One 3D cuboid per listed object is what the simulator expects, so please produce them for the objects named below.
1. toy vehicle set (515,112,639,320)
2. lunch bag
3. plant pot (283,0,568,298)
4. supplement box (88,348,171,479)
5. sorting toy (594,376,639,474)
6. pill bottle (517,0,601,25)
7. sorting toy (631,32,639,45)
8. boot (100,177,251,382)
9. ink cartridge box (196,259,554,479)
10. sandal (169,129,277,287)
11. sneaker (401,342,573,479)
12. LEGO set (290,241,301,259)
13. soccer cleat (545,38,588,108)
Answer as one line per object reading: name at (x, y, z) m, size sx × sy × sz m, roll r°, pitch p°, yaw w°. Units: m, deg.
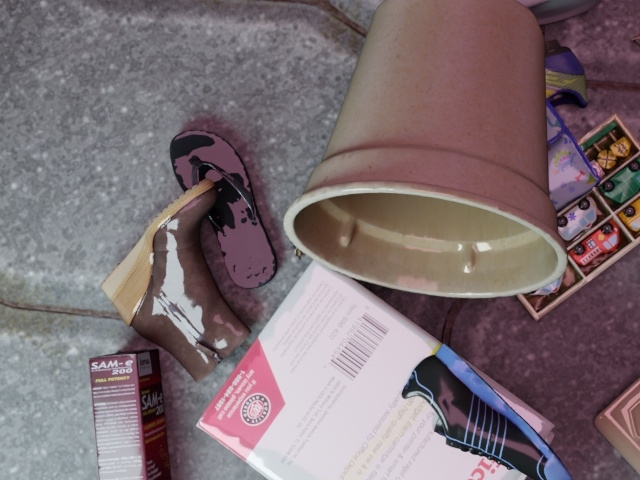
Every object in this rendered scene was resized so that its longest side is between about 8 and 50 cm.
toy vehicle set at (0.357, -0.033, 1.483) m, size 0.267 × 0.035 × 0.166 m, roll -38°, pitch 84°, yaw 2°
lunch bag at (0.285, -0.106, 1.426) m, size 0.129 × 0.096 × 0.151 m, roll -31°, pitch 81°, yaw 8°
plant pot at (0.145, -0.128, 1.285) m, size 0.334 × 0.334 × 0.305 m, roll 8°, pitch 70°, yaw 6°
supplement box at (-0.263, 0.276, 1.474) m, size 0.073 × 0.130 × 0.239 m, roll -7°, pitch 87°, yaw 5°
sorting toy at (0.516, 0.251, 1.454) m, size 0.208 × 0.038 × 0.193 m, roll -43°, pitch 84°, yaw 6°
pill bottle at (0.294, -0.443, 1.457) m, size 0.153 × 0.153 × 0.265 m, roll -11°, pitch 85°, yaw 4°
sorting toy at (0.498, -0.279, 1.489) m, size 0.075 × 0.045 × 0.083 m, roll -36°, pitch 84°, yaw -17°
boot at (-0.170, 0.057, 1.489) m, size 0.207 × 0.090 × 0.248 m, roll 42°, pitch 110°, yaw -1°
ink cartridge box at (0.076, 0.245, 1.428) m, size 0.384 × 0.160 × 0.279 m, roll 36°, pitch 89°, yaw 7°
sandal at (-0.135, -0.053, 1.520) m, size 0.097 × 0.054 × 0.254 m, roll -30°, pitch 84°, yaw 3°
sneaker at (0.203, 0.236, 1.302) m, size 0.090 × 0.081 × 0.232 m, roll -46°, pitch 77°, yaw 2°
LEGO set at (-0.002, -0.002, 1.525) m, size 0.083 × 0.023 × 0.054 m, roll -8°, pitch 83°, yaw 18°
soccer cleat at (0.237, -0.176, 1.475) m, size 0.289 × 0.093 × 0.121 m, roll -24°, pitch 87°, yaw 3°
